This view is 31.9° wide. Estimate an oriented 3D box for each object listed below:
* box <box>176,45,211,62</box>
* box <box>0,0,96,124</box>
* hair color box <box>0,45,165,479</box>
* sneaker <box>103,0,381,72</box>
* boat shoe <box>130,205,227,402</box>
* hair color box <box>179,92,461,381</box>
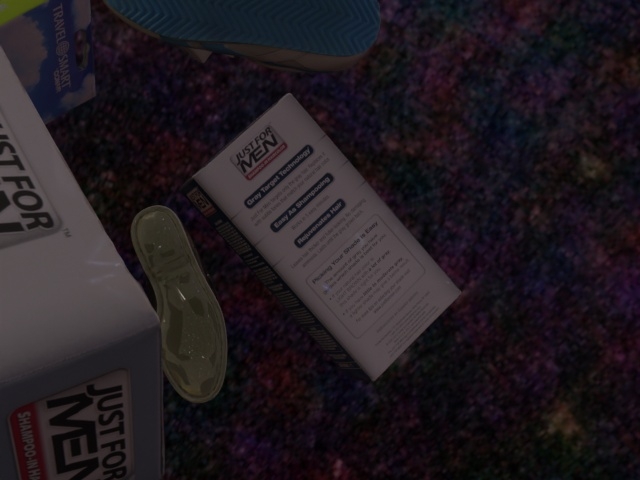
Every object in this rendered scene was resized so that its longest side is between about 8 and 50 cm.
[{"bbox_3d":[-0.136,-0.299,1.047,0.181,0.182,0.119,37,1,11],"label":"box"},{"bbox_3d":[-0.230,-0.100,0.733,0.042,0.109,0.178,37,55,21],"label":"box"},{"bbox_3d":[-0.261,0.057,0.381,0.374,0.114,0.185,-20,54,-23],"label":"hair color box"},{"bbox_3d":[-0.070,-0.181,0.900,0.228,0.092,0.087,15,82,-4],"label":"sneaker"},{"bbox_3d":[-0.232,0.111,1.900,0.127,0.113,0.340,-24,78,1],"label":"boat shoe"},{"bbox_3d":[0.000,0.000,1.458,0.174,0.105,0.347,-43,97,-17],"label":"hair color box"}]
